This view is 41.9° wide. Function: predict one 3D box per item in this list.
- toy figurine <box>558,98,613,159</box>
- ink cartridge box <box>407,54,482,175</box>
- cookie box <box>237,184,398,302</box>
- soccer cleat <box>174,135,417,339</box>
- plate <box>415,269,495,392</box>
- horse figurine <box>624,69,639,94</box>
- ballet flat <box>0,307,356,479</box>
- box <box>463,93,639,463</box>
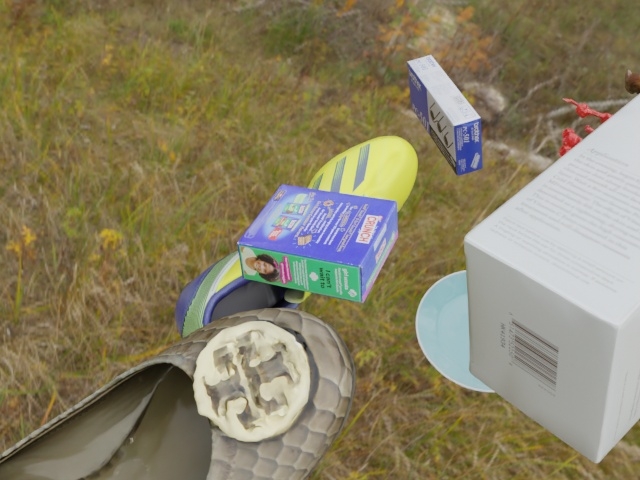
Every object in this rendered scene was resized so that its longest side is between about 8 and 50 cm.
[{"bbox_3d":[0.489,-0.148,1.210,0.191,0.217,0.362,30,43,-8],"label":"toy figurine"},{"bbox_3d":[0.196,-0.201,1.324,0.046,0.097,0.207,-17,42,-5],"label":"ink cartridge box"},{"bbox_3d":[0.000,0.000,0.689,0.107,0.040,0.092,10,40,21],"label":"cookie box"},{"bbox_3d":[-0.006,0.010,0.777,0.289,0.121,0.093,-39,114,-12],"label":"soccer cleat"},{"bbox_3d":[0.224,0.126,1.159,0.188,0.024,0.188,1,57,-2],"label":"plate"},{"bbox_3d":[0.462,-0.149,0.982,0.263,0.174,0.066,30,91,32],"label":"horse figurine"},{"bbox_3d":[-0.100,0.101,0.343,0.250,0.058,0.084,-29,60,13],"label":"ballet flat"},{"bbox_3d":[0.322,0.013,0.847,0.345,0.215,0.168,-36,48,-24],"label":"box"}]
